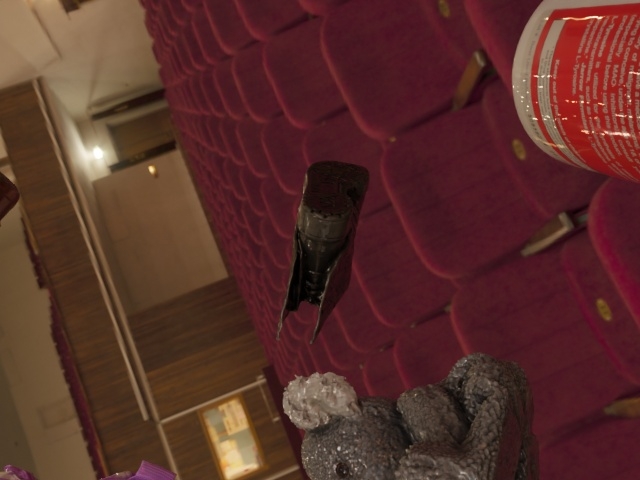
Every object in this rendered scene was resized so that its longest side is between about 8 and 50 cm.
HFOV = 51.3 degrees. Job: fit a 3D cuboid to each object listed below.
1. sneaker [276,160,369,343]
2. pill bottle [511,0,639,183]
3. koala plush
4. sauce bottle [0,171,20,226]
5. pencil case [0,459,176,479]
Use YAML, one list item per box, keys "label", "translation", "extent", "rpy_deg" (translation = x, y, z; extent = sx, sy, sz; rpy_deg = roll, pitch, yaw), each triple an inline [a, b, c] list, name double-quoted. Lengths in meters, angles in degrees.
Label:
- label: "sneaker"
  translation: [0.003, 0.000, 0.510]
  extent: [0.170, 0.051, 0.089]
  rpy_deg: [-68, -12, -66]
- label: "pill bottle"
  translation: [0.374, -0.148, 0.605]
  extent: [0.407, 0.229, 0.228]
  rpy_deg: [-133, 24, -68]
- label: "koala plush"
  translation: [0.081, 0.202, 0.630]
  extent: [0.196, 0.222, 0.203]
  rpy_deg: [65, -147, -31]
- label: "sauce bottle"
  translation: [-0.391, 0.062, 0.528]
  extent: [0.111, 0.344, 0.111]
  rpy_deg: [32, 166, 9]
- label: "pencil case"
  translation: [-0.162, 0.178, 0.398]
  extent: [0.086, 0.206, 0.088]
  rpy_deg: [31, -125, -37]
